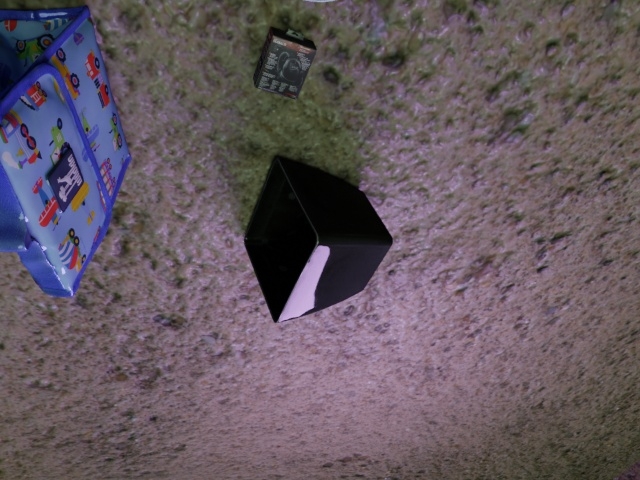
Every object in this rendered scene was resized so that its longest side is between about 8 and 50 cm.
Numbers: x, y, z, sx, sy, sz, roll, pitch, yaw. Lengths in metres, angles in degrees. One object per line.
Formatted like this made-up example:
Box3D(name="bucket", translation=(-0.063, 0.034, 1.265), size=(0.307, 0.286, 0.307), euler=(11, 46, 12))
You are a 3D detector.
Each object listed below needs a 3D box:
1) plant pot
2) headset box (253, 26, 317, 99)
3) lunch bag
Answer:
Box3D(name="plant pot", translation=(0.000, 0.000, 0.834), size=(0.167, 0.188, 0.187), euler=(0, 134, -32))
Box3D(name="headset box", translation=(-0.047, -0.237, 0.684), size=(0.062, 0.032, 0.083), euler=(10, 129, -23))
Box3D(name="lunch bag", translation=(-0.316, -0.095, 0.573), size=(0.138, 0.293, 0.221), euler=(-6, 135, -8))
